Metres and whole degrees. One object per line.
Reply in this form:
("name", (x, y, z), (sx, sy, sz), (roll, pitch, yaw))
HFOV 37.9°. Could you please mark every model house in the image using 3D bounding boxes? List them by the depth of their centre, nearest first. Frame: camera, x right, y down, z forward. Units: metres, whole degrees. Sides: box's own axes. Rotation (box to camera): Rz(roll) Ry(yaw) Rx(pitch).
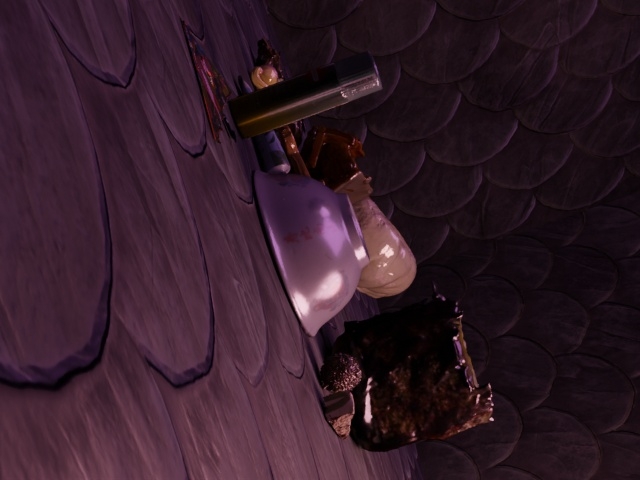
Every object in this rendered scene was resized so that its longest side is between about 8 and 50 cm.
("model house", (0.016, -0.194, 2.402), (0.229, 0.219, 0.199), (66, 12, 22))

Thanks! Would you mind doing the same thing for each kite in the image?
("kite", (-0.185, -0.268, 1.574), (0.321, 0.016, 0.234), (-98, 168, -67))

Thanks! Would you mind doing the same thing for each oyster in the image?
("oyster", (-0.121, -0.399, 2.514), (0.129, 0.078, 0.345), (116, -43, -67))

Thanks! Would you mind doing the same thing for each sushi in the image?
("sushi", (0.185, 0.276, 1.953), (0.299, 0.294, 0.281), (-99, 169, -68))

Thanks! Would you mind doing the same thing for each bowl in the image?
("bowl", (0.000, 0.000, 1.788), (0.345, 0.157, 0.346), (-20, 90, -85))

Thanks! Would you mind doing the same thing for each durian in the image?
("durian", (0.032, 0.246, 1.704), (0.080, 0.091, 0.080), (33, -40, 33))

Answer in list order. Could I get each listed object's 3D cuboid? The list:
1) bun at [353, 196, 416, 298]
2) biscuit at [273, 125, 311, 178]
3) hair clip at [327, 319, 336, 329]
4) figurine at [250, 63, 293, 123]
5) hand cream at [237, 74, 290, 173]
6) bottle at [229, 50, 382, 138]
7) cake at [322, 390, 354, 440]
("bun", (0.115, 0.013, 2.641), (0.365, 0.219, 0.365), (54, 4, -5))
("biscuit", (-0.070, -0.186, 2.259), (0.216, 0.047, 0.340), (81, -14, -66))
("hair clip", (-0.005, 0.131, 1.976), (0.137, 0.022, 0.054), (62, 2, 13))
("figurine", (-0.119, -0.366, 2.346), (0.083, 0.083, 0.187), (-102, 170, -54))
("hand cream", (-0.124, -0.226, 1.948), (0.088, 0.055, 0.256), (70, -4, -68))
("bottle", (-0.027, -0.277, 1.769), (0.082, 0.286, 0.082), (-19, 90, -85))
("cake", (0.029, 0.318, 1.663), (0.140, 0.055, 0.051), (95, -19, -56))
